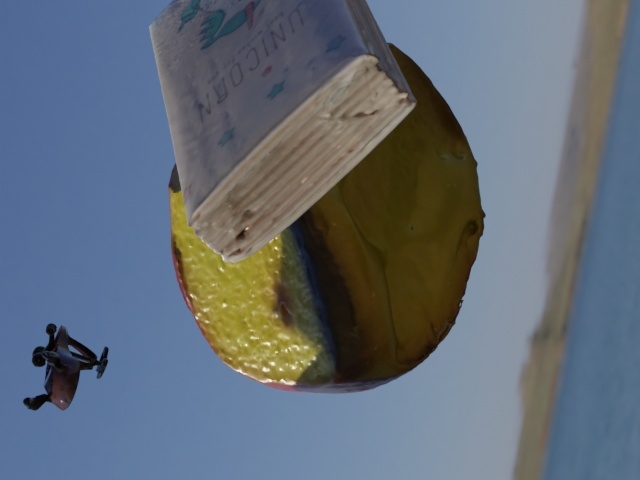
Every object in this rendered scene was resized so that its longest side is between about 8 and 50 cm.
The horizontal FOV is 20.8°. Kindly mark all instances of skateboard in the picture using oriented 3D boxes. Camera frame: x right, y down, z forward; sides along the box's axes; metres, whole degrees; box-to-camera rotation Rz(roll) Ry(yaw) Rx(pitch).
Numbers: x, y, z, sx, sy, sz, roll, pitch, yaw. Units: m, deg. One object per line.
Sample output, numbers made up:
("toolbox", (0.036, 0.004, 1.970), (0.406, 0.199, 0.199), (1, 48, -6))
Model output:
("skateboard", (-0.271, 0.136, 1.896), (0.151, 0.080, 0.067), (-104, 36, -70))

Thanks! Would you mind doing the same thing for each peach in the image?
("peach", (0.000, 0.000, 1.851), (0.306, 0.242, 0.380), (53, -141, -19))

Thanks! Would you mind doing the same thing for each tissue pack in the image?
("tissue pack", (-0.037, -0.126, 1.252), (0.170, 0.071, 0.325), (-41, 28, 13))
